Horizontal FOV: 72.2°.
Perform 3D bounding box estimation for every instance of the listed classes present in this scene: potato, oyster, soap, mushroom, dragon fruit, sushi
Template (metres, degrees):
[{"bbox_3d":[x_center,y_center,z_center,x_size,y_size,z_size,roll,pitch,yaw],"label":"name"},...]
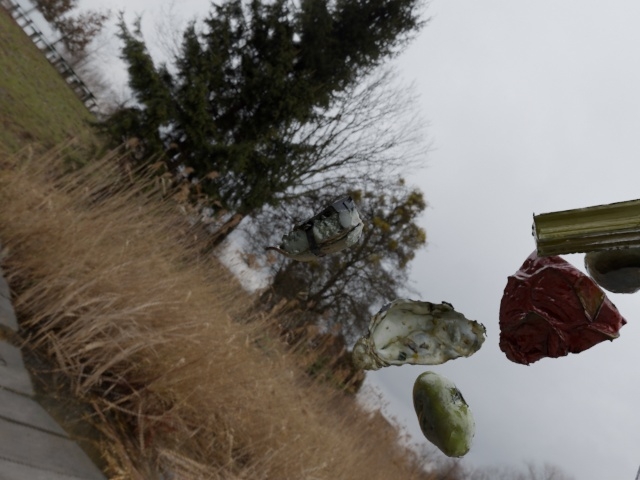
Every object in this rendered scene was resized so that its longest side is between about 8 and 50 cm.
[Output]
[{"bbox_3d":[0.343,0.476,1.233,0.144,0.169,0.248,14,24,-20],"label":"potato"},{"bbox_3d":[0.216,0.219,0.966,0.295,0.166,0.094,8,-32,-3],"label":"oyster"},{"bbox_3d":[0.601,-0.025,0.974,0.233,0.076,0.135,-7,-22,22],"label":"soap"},{"bbox_3d":[0.867,0.061,1.201,0.247,0.130,0.344,42,-16,7],"label":"mushroom"},{"bbox_3d":[0.659,0.235,1.236,0.240,0.330,0.302,25,17,-27],"label":"dragon fruit"},{"bbox_3d":[-0.012,0.000,1.174,0.109,0.273,0.134,62,-1,16],"label":"sushi"}]

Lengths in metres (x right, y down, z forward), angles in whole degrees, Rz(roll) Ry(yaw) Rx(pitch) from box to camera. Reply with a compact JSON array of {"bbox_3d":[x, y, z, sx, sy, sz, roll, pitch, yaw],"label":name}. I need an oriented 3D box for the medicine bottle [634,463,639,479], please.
[{"bbox_3d":[0.365,0.283,0.210,0.388,0.219,0.219,15,-33,40],"label":"medicine bottle"}]
